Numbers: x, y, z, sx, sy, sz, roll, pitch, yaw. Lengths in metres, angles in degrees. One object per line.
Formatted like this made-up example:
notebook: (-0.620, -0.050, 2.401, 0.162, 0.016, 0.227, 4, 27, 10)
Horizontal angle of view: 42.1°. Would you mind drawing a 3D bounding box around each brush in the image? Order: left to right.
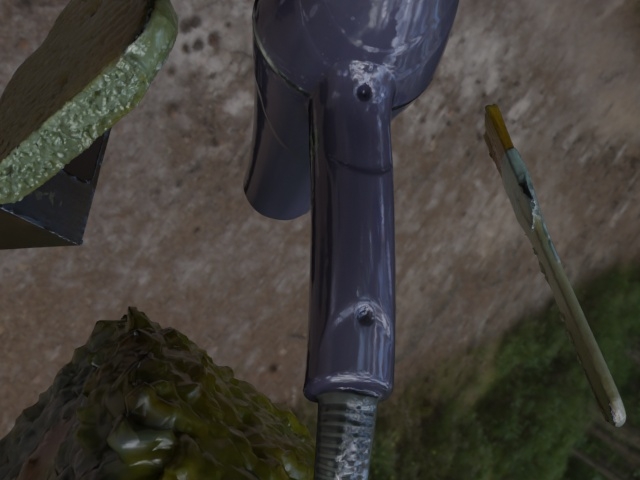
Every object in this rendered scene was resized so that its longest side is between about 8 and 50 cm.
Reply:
brush: (0.223, 0.018, 0.807, 0.020, 0.336, 0.085, -17, 156, 2)

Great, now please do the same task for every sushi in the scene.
sushi: (-0.147, 0.255, 0.548, 0.351, 0.240, 0.396, -47, -162, -2)

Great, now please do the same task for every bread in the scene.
bread: (-0.224, -0.156, 0.773, 0.286, 0.207, 0.056, -27, 133, 32)

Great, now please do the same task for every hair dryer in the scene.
hair dryer: (0.000, 0.000, 0.505, 0.301, 0.121, 0.361, 120, -24, -59)

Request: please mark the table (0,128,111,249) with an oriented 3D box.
table: (-0.424, -0.160, 1.057, 0.250, 0.196, 0.282, 31, 62, -51)
